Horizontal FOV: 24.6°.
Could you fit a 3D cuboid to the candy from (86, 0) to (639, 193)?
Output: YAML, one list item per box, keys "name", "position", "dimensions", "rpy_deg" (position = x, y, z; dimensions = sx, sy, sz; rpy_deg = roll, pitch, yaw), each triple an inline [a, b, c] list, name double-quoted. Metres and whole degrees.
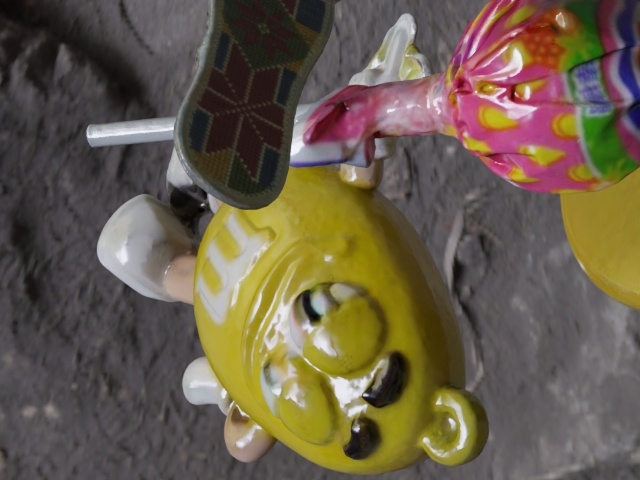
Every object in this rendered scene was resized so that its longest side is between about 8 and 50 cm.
- name: "candy"
  position: [0.022, -0.077, 0.829]
  dimensions: [0.365, 0.124, 0.124]
  rpy_deg: [-3, 124, 26]

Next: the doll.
- name: "doll"
  position: [-0.024, 0.009, 1.178]
  dimensions: [0.161, 0.348, 0.423]
  rpy_deg: [10, 169, -39]

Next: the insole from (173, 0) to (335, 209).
- name: "insole"
  position: [-0.026, -0.089, 0.626]
  dimensions: [0.065, 0.193, 0.006]
  rpy_deg: [28, 136, -19]

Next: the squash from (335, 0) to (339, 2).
- name: "squash"
  position: [-0.040, -0.319, 1.332]
  dimensions: [0.132, 0.132, 0.247]
  rpy_deg: [-28, 114, 17]

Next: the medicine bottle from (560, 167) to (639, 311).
- name: "medicine bottle"
  position: [0.319, -0.036, 0.960]
  dimensions: [0.232, 0.238, 0.238]
  rpy_deg: [21, 122, -30]
